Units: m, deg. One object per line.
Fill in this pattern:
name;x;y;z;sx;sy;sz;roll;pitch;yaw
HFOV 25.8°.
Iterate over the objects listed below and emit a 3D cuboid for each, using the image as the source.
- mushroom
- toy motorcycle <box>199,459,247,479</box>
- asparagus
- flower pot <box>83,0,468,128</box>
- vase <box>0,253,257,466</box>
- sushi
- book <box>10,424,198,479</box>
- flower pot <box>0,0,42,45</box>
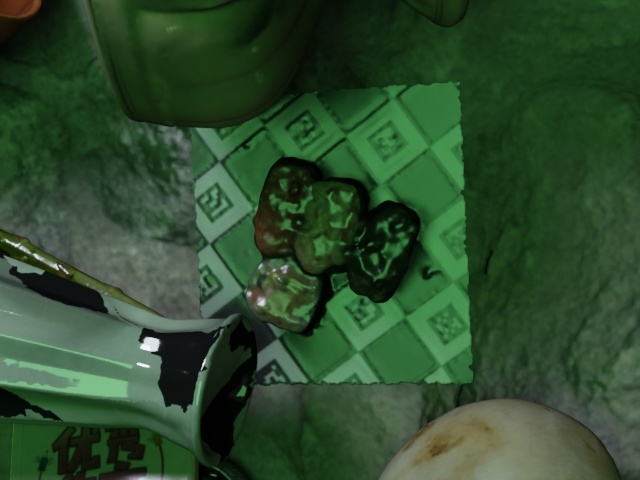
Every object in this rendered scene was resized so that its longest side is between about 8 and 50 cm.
mushroom;0.142;0.227;0.993;0.207;0.207;0.215;-43;116;14
toy motorcycle;-0.091;0.352;1.085;0.223;0.108;0.341;-31;78;4
asparagus;-0.231;0.018;1.144;0.248;0.025;0.024;26;143;11
flower pot;-0.037;-0.237;0.950;0.244;0.307;0.307;-9;92;-1
vase;-0.235;0.080;1.072;0.360;0.165;0.165;11;97;17
sushi;0.000;0.000;1.067;0.219;0.047;0.231;-2;94;15
book;-0.170;0.209;1.087;0.162;0.022;0.232;-11;62;15
flower pot;-0.334;-0.191;1.082;0.173;0.190;0.190;-41;83;25
